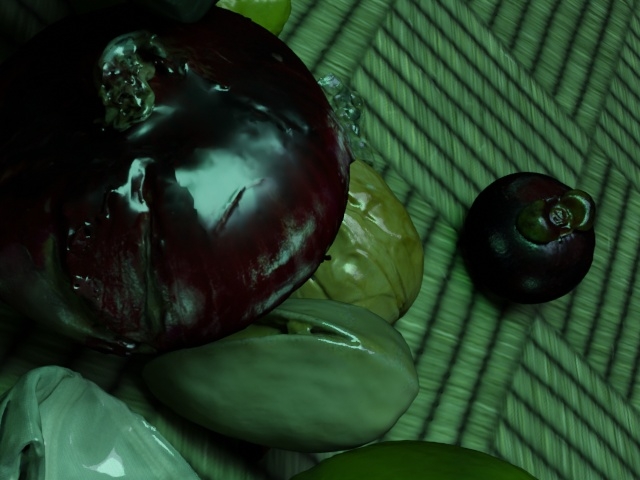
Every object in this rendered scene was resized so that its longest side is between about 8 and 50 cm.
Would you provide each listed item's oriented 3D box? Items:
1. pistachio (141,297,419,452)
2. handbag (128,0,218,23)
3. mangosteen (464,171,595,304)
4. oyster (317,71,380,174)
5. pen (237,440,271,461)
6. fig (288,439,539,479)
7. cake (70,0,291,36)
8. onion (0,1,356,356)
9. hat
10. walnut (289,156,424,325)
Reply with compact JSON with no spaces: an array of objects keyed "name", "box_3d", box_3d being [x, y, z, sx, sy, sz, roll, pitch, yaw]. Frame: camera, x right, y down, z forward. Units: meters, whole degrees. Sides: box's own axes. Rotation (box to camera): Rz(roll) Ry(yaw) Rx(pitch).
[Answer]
[{"name":"pistachio","box_3d":[-0.030,0.104,1.009,0.152,0.223,0.126,80,17,-54]},{"name":"handbag","box_3d":[-0.182,-0.266,0.903,0.285,0.113,0.257,27,11,-6]},{"name":"mangosteen","box_3d":[0.233,-0.006,1.343,0.152,0.152,0.152,22,53,-33]},{"name":"oyster","box_3d":[0.036,-0.081,1.263,0.106,0.061,0.200,-1,68,-45]},{"name":"pen","box_3d":[-0.004,0.118,1.133,0.028,0.028,0.239,52,43,-8]},{"name":"fig","box_3d":[0.079,0.302,0.902,0.343,0.343,0.343,22,53,-33]},{"name":"cake","box_3d":[-0.142,-0.268,1.135,0.179,0.156,0.261,-8,68,-28]},{"name":"onion","box_3d":[-0.133,-0.067,0.933,0.232,0.313,0.314,82,20,-46]},{"name":"hat","box_3d":[-0.194,0.218,0.860,0.226,0.164,0.219,-54,138,-7]},{"name":"walnut","box_3d":[0.000,0.000,1.115,0.206,0.159,0.159,44,44,-6]}]
